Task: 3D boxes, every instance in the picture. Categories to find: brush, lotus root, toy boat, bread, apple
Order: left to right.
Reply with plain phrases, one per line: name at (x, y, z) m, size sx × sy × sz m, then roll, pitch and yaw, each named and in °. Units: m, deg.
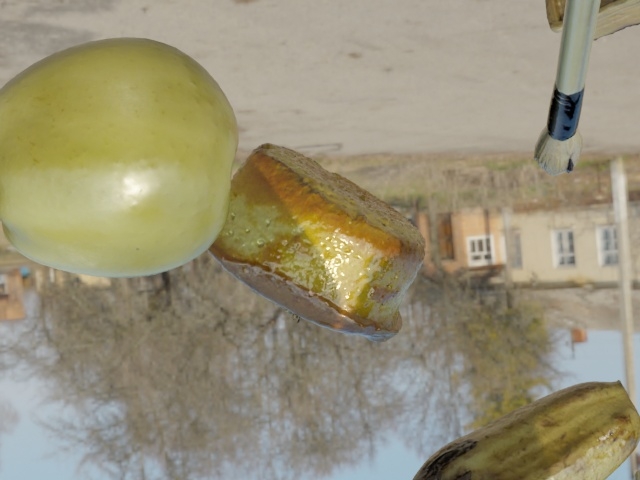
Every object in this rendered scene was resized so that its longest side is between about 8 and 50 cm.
apple at (-0.157, -0.060, 0.649) m, size 0.200 × 0.200 × 0.200 m, roll -5°, pitch 179°, yaw 0°
bread at (0.000, 0.000, 0.966) m, size 0.268 × 0.146 × 0.268 m, roll 30°, pitch -166°, yaw -8°
lotus root at (0.200, 0.219, 0.816) m, size 0.258 × 0.097 × 0.110 m, roll -24°, pitch -135°, yaw -8°
brush at (0.185, -0.120, 0.619) m, size 0.039 × 0.042 × 0.299 m, roll 21°, pitch 166°, yaw 17°
toy boat at (0.374, -0.323, 1.038) m, size 0.188 × 0.116 × 0.061 m, roll -18°, pitch 149°, yaw 36°

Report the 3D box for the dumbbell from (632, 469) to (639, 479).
dumbbell at (0.467, 0.247, 0.842) m, size 0.301 × 0.121 × 0.108 m, roll -23°, pitch -156°, yaw 18°
